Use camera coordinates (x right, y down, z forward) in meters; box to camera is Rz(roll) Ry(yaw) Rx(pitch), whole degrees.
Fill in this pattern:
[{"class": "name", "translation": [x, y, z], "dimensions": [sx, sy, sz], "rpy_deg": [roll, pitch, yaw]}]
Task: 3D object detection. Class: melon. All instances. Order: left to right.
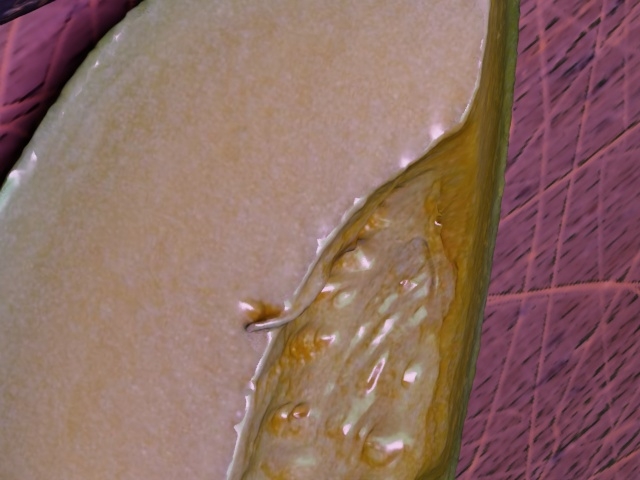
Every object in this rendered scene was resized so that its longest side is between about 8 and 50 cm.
[{"class": "melon", "translation": [0.000, 0.000, 0.950], "dimensions": [0.331, 0.226, 0.344], "rpy_deg": [17, 91, -26]}]

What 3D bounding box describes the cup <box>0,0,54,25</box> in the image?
[{"class": "cup", "translation": [-0.144, -0.169, 0.817], "dimensions": [0.176, 0.169, 0.223], "rpy_deg": [-26, 159, -28]}]
